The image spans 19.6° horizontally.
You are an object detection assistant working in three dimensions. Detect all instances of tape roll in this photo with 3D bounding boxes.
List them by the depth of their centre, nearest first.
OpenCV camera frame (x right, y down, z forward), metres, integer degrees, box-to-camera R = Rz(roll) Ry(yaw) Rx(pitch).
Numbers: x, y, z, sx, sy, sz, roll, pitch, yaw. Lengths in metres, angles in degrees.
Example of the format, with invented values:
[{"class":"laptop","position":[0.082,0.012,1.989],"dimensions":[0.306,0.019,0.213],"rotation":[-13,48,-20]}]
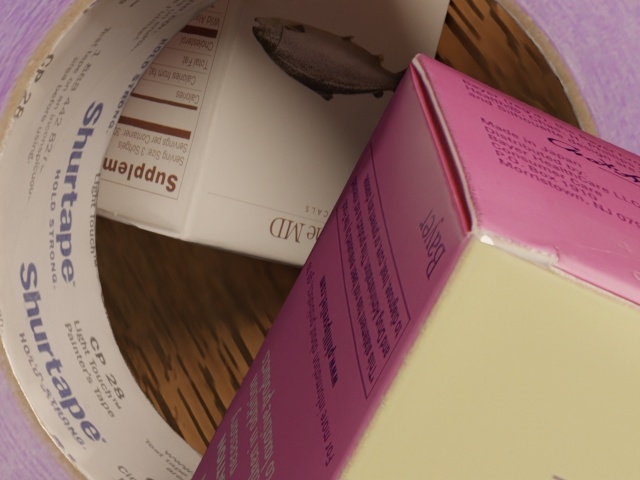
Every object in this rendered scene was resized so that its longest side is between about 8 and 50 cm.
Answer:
[{"class":"tape roll","position":[0.000,0.000,0.562],"dimensions":[0.274,0.090,0.275],"rotation":[1,92,14]}]

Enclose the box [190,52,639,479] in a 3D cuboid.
[{"class":"box","position":[0.067,0.117,0.442],"dimensions":[0.117,0.213,0.243],"rotation":[-99,34,-68]}]

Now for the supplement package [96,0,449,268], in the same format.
[{"class":"supplement package","position":[-0.025,-0.086,0.690],"dimensions":[0.105,0.105,0.179],"rotation":[15,91,44]}]
